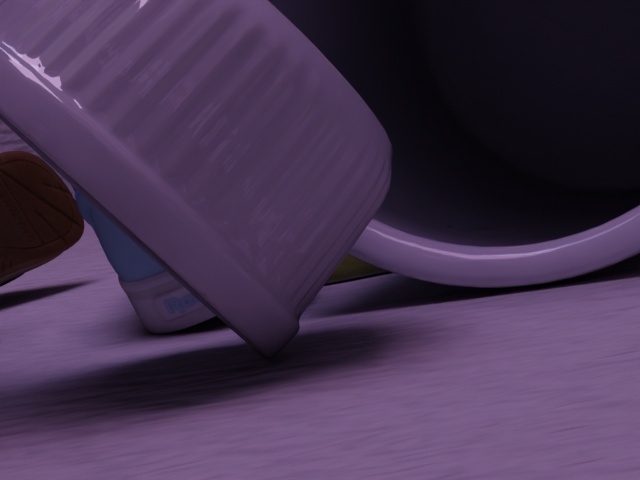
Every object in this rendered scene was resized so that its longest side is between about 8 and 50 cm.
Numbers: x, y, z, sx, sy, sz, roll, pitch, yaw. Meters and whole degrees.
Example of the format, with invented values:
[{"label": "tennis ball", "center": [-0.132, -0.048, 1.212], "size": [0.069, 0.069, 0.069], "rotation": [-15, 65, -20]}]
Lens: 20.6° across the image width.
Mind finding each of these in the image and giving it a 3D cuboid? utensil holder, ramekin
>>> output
[{"label": "utensil holder", "center": [0.143, -0.152, 1.041], "size": [0.327, 0.327, 0.385], "rotation": [-8, 2, 20]}, {"label": "ramekin", "center": [-0.062, -0.054, 0.786], "size": [0.109, 0.207, 0.207], "rotation": [-48, 9, -4]}]

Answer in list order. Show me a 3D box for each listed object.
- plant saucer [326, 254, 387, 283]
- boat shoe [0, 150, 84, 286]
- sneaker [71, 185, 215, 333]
[{"label": "plant saucer", "center": [0.000, 0.000, 1.185], "size": [0.241, 0.037, 0.241], "rotation": [-10, 5, 1]}, {"label": "boat shoe", "center": [-0.316, 0.018, 1.295], "size": [0.123, 0.123, 0.342], "rotation": [-34, -3, 29]}, {"label": "sneaker", "center": [-0.091, -0.069, 1.098], "size": [0.135, 0.150, 0.366], "rotation": [-25, 16, -3]}]
